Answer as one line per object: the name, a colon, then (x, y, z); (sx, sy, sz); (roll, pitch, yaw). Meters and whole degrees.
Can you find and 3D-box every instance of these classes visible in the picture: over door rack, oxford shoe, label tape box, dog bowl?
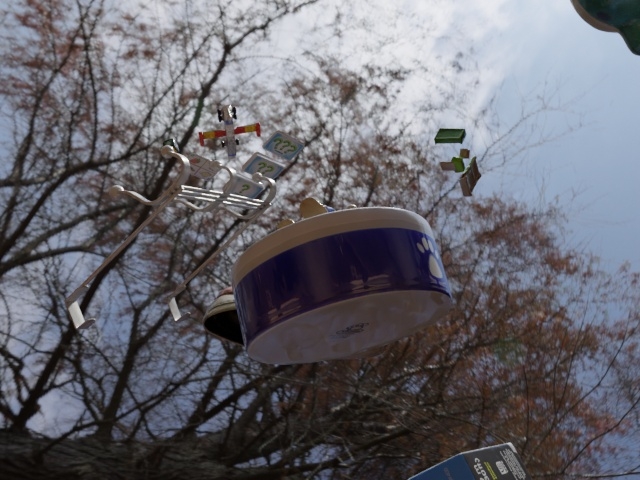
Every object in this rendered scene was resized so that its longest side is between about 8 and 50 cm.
over door rack: (-0.248, -0.004, 0.929); (0.108, 0.239, 0.324); (47, -71, 24)
oxford shoe: (-0.047, 0.173, 1.042); (0.348, 0.130, 0.122); (6, -76, 9)
label tape box: (0.282, 0.487, 0.950); (0.106, 0.334, 0.240); (-42, -124, 25)
dog bowl: (0.026, 0.067, 0.715); (0.265, 0.265, 0.104); (-20, -114, 13)

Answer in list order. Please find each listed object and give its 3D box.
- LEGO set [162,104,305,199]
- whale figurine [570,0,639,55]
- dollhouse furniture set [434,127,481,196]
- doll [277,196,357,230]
LEGO set: (-0.166, -0.156, 1.074); (0.182, 0.244, 0.060); (-40, -130, 26)
whale figurine: (0.455, -0.338, 0.707); (0.272, 0.141, 0.216); (27, -89, 8)
dollhouse furniture set: (0.291, -0.167, 1.209); (0.059, 0.151, 0.076); (7, -128, 35)
doll: (0.000, 0.000, 0.743); (0.129, 0.189, 0.046); (-44, -109, 6)
